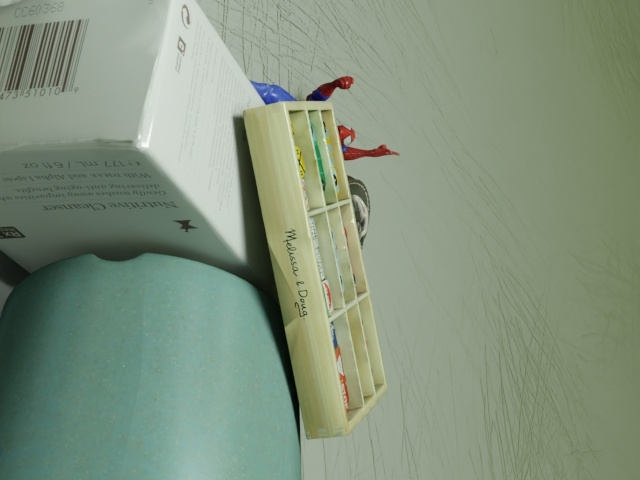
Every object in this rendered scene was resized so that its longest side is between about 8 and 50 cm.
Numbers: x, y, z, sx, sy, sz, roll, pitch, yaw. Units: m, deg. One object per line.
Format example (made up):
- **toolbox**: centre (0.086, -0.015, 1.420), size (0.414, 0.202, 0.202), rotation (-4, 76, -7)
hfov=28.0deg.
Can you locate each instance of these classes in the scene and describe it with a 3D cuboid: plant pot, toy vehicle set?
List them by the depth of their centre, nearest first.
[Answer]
- **plant pot**: centre (-0.151, 0.212, 1.001), size (0.341, 0.341, 0.334), rotation (46, 38, -44)
- **toy vehicle set**: centre (0.000, 0.017, 1.072), size (0.166, 0.035, 0.267), rotation (-27, 106, -75)

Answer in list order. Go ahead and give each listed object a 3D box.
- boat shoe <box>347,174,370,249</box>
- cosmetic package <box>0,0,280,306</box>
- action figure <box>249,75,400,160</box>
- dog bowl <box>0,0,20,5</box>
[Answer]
- **boat shoe**: centre (0.000, 0.000, 1.498), size (0.335, 0.095, 0.112), rotation (-36, 113, -56)
- **cosmetic package**: centre (-0.149, -0.046, 1.078), size (0.385, 0.217, 0.156), rotation (53, 39, -57)
- **action figure**: centre (-0.009, -0.149, 1.489), size (0.280, 0.139, 0.092), rotation (13, 73, -60)
- **dog bowl**: centre (-0.304, -0.324, 0.900), size (0.348, 0.102, 0.349), rotation (21, 44, -21)
